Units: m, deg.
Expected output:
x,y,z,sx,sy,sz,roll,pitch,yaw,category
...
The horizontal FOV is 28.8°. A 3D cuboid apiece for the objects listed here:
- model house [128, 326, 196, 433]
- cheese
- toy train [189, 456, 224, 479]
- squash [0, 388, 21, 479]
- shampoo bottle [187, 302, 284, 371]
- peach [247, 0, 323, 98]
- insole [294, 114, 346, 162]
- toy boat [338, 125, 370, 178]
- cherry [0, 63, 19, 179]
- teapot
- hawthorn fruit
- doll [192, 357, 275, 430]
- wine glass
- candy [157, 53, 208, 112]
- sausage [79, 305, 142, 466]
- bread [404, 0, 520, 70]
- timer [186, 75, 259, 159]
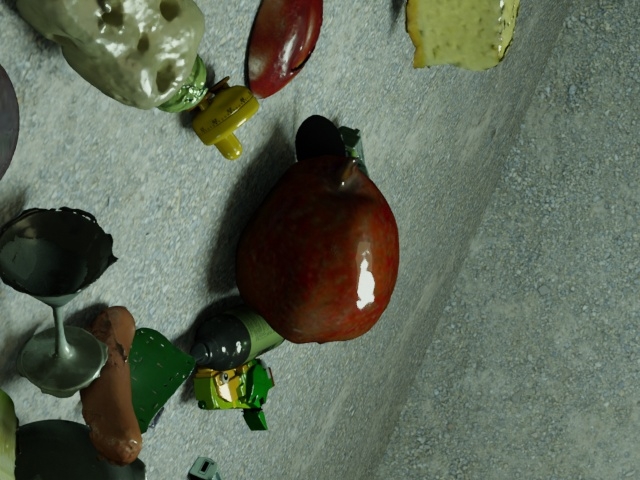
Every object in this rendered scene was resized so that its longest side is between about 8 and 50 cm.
x,y,z,sx,sy,sz,roll,pitch,yaw,category
-0.287,0.236,1.975,0.167,0.117,0.088,-56,175,-30,model house
-0.237,-0.265,1.452,0.159,0.093,0.263,-59,145,-12,cheese
-0.216,0.512,2.539,0.252,0.055,0.048,82,27,-57,toy train
-0.461,0.254,1.488,0.289,0.111,0.203,66,19,-69,squash
-0.157,0.175,2.229,0.284,0.101,0.101,-20,130,-64,shampoo bottle
-0.034,-0.352,2.002,0.189,0.068,0.279,-21,131,-67,peach
-0.002,-0.122,2.294,0.007,0.109,0.322,-52,160,-30,insole
0.048,-0.096,2.471,0.141,0.092,0.319,-57,160,-21,toy boat
-0.389,-0.100,1.173,0.213,0.183,0.266,-17,125,-55,cherry
-0.367,0.411,1.789,0.285,0.223,0.305,52,60,-76,teapot
-0.007,0.018,2.194,0.308,0.308,0.325,-30,110,-60,hawthorn fruit
-0.163,0.275,2.306,0.186,0.106,0.134,24,66,-54,doll
-0.337,0.087,1.601,0.156,0.156,0.232,-50,159,-39,wine glass
-0.241,-0.251,1.581,0.093,0.092,0.335,-31,155,11,candy
-0.294,0.189,1.735,0.079,0.087,0.327,-51,-153,20,sausage
0.243,-0.493,2.303,0.279,0.248,0.315,16,84,-66,bread
-0.137,-0.178,1.864,0.107,0.109,0.107,-35,-168,9,timer
